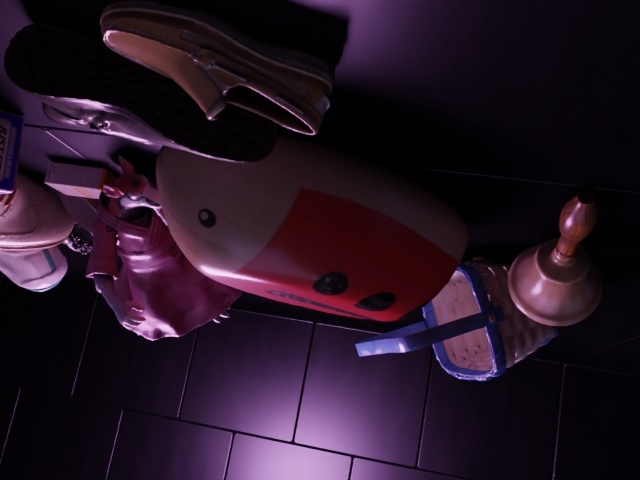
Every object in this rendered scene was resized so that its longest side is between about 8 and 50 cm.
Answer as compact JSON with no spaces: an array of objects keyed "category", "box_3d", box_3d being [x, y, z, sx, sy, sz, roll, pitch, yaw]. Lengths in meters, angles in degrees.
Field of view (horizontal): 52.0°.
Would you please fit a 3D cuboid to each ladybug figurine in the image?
[{"category":"ladybug figurine","box_3d":[0.000,0.000,0.833,0.449,0.161,0.305,18,165,-32]}]

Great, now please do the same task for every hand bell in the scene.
[{"category":"hand bell","box_3d":[0.305,0.008,0.812,0.126,0.126,0.242,7,156,15]}]

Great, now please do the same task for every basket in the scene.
[{"category":"basket","box_3d":[0.223,0.141,1.116,0.289,0.201,0.255,-18,176,-20]}]

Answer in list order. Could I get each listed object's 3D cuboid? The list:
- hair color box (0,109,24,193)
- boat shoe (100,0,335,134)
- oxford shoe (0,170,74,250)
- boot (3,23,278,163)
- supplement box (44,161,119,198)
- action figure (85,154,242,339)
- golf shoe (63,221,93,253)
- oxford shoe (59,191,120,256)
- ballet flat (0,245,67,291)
[{"category":"hair color box","box_3d":[-0.544,-0.132,0.736,0.185,0.110,0.339,1,170,37]},{"category":"boat shoe","box_3d":[-0.082,-0.131,0.519,0.190,0.072,0.068,13,167,-11]},{"category":"oxford shoe","box_3d":[-0.534,-0.073,1.023,0.147,0.140,0.397,-7,163,31]},{"category":"boot","box_3d":[-0.161,-0.128,0.634,0.247,0.083,0.161,17,174,-4]},{"category":"supplement box","box_3d":[-0.365,-0.091,1.020,0.099,0.036,0.062,8,168,12]},{"category":"action figure","box_3d":[-0.260,-0.006,1.043,0.276,0.248,0.370,40,155,35]},{"category":"golf shoe","box_3d":[-0.541,-0.034,1.369,0.094,0.077,0.198,17,164,24]},{"category":"oxford shoe","box_3d":[-0.384,-0.048,1.174,0.076,0.076,0.212,7,151,25]},{"category":"ballet flat","box_3d":[-0.653,-0.038,1.265,0.400,0.139,0.139,25,173,19]}]
